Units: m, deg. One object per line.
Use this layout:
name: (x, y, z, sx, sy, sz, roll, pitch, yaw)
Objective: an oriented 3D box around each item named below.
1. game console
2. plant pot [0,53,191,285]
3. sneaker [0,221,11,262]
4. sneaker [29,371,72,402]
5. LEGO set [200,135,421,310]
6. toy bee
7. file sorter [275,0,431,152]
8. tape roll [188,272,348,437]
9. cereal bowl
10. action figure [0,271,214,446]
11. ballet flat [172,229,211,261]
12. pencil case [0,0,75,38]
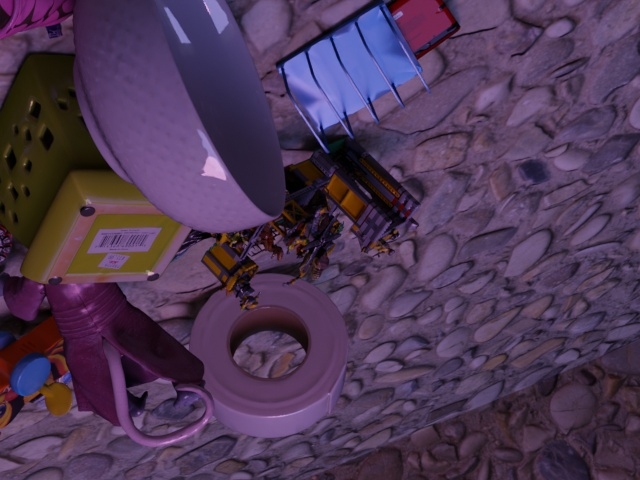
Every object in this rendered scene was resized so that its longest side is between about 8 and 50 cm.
game console: (0.117, -0.292, 1.394, 0.144, 0.085, 0.124, -34, 119, 13)
plant pot: (-0.272, -0.074, 1.235, 0.228, 0.207, 0.227, 0, 142, -38)
sneaker: (-0.513, -0.010, 1.267, 0.225, 0.093, 0.088, 4, 118, -15)
sneaker: (-0.438, 0.220, 1.716, 0.211, 0.080, 0.081, -38, 146, 24)
LEGO set: (0.000, 0.000, 1.506, 0.331, 0.192, 0.255, -23, 154, -55)
toy bee: (-0.501, 0.226, 1.557, 0.298, 0.195, 0.162, -11, 128, -36)
file sorter: (0.046, -0.214, 1.319, 0.170, 0.104, 0.118, -30, 120, 11)
tape roll: (-0.090, 0.203, 1.760, 0.286, 0.286, 0.100, -19, 150, -14)
cereal bowl: (-0.166, -0.160, 1.067, 0.141, 0.339, 0.339, -19, 153, 12)
action figure: (-0.335, 0.109, 1.394, 0.248, 0.276, 0.370, -28, 113, -4)
ballet flat: (-0.210, -0.021, 1.529, 0.203, 0.074, 0.074, -25, 152, 10)
pencil case: (-0.302, -0.236, 0.953, 0.098, 0.095, 0.209, -20, -167, 9)
